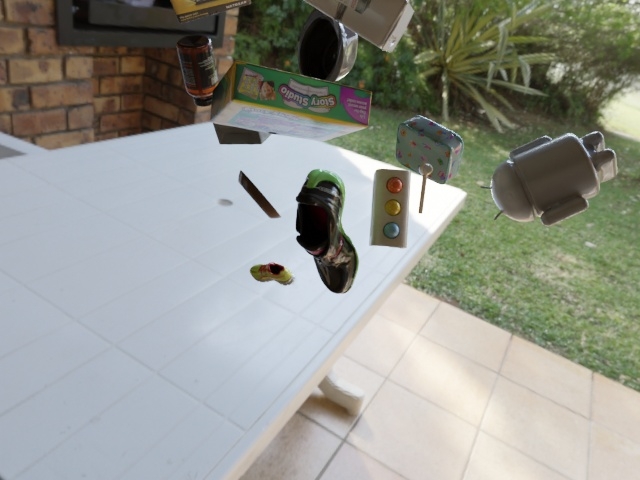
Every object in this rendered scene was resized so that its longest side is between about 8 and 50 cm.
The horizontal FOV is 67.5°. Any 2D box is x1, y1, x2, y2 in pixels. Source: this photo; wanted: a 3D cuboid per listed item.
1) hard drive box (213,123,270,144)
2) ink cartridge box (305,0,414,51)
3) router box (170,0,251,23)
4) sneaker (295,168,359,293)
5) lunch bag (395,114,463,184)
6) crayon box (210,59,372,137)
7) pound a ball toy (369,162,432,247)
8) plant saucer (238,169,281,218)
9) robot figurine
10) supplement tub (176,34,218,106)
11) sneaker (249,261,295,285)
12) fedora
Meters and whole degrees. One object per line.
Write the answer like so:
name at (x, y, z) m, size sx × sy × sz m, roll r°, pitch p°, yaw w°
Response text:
hard drive box at (-0.252, -0.442, 1.762) m, size 0.181 × 0.089 × 0.232 m, roll 5°, pitch 39°, yaw 24°
ink cartridge box at (0.057, -0.447, 0.886) m, size 0.218 × 0.092 × 0.158 m, roll 34°, pitch 24°, yaw 1°
router box at (-0.438, -0.990, 1.845) m, size 0.309 × 0.243 × 0.080 m, roll -19°, pitch 74°, yaw -5°
sneaker at (0.000, 0.000, 1.602) m, size 0.186 × 0.482 × 0.202 m, roll 10°, pitch 41°, yaw 32°
lunch bag at (0.430, -0.360, 1.921) m, size 0.108 × 0.224 × 0.279 m, roll -35°, pitch 53°, yaw -23°
crayon box at (-0.094, -0.367, 1.318) m, size 0.363 × 0.105 × 0.313 m, roll 5°, pitch 1°, yaw -23°
pound a ball toy at (0.289, -0.131, 1.696) m, size 0.209 × 0.318 × 0.136 m, roll 5°, pitch -3°, yaw -1°
plant saucer at (-0.170, -0.118, 1.297) m, size 0.168 × 0.029 × 0.168 m, roll 49°, pitch -2°, yaw 3°
robot figurine at (0.661, -0.179, 1.404) m, size 0.354 × 0.200 × 0.299 m, roll -23°, pitch 48°, yaw 21°
supplement tub at (-0.372, -0.515, 1.470) m, size 0.106 × 0.197 × 0.106 m, roll 0°, pitch 44°, yaw 0°
sneaker at (-0.206, 0.120, 1.952) m, size 0.209 × 0.094 × 0.081 m, roll 4°, pitch 54°, yaw 28°
fedora at (0.038, -0.627, 1.584) m, size 0.125 × 0.275 × 0.243 m, roll -15°, pitch 64°, yaw -33°
